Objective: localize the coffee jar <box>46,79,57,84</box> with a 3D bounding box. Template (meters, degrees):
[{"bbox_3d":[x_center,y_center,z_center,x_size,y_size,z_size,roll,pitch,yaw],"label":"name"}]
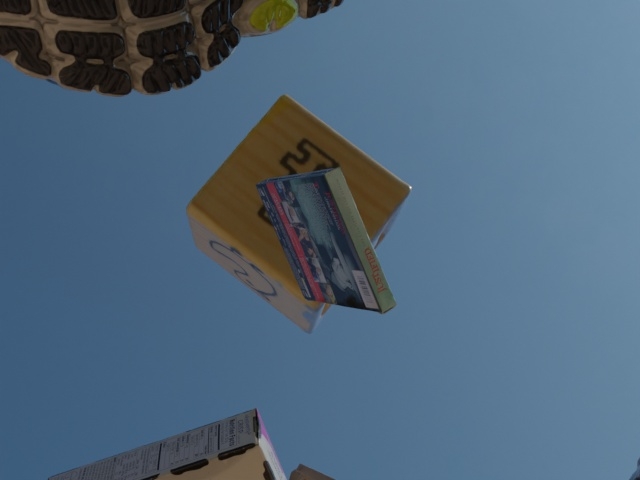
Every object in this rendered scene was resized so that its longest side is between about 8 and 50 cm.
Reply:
[{"bbox_3d":[-0.257,-0.200,0.910,0.079,0.184,0.096,-45,-76,-2],"label":"coffee jar"}]

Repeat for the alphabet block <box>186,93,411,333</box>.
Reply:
[{"bbox_3d":[-0.029,-0.027,1.152,0.197,0.192,0.193,37,-105,7],"label":"alphabet block"}]

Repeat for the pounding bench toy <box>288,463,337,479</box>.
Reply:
[{"bbox_3d":[-0.008,0.180,0.568,0.052,0.083,0.065,41,-108,-19],"label":"pounding bench toy"}]

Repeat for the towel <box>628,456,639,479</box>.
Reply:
[{"bbox_3d":[0.154,0.060,0.186,0.121,0.235,0.284,46,-47,12],"label":"towel"}]

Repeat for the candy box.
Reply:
[{"bbox_3d":[-0.146,0.286,0.947,0.233,0.071,0.159,-18,-67,2],"label":"candy box"}]

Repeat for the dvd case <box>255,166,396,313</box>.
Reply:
[{"bbox_3d":[0.000,0.000,0.564,0.013,0.119,0.087,-26,-81,-19],"label":"dvd case"}]

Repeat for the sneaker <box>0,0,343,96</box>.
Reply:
[{"bbox_3d":[-0.084,-0.151,0.513,0.275,0.110,0.107,-27,-54,-45],"label":"sneaker"}]
